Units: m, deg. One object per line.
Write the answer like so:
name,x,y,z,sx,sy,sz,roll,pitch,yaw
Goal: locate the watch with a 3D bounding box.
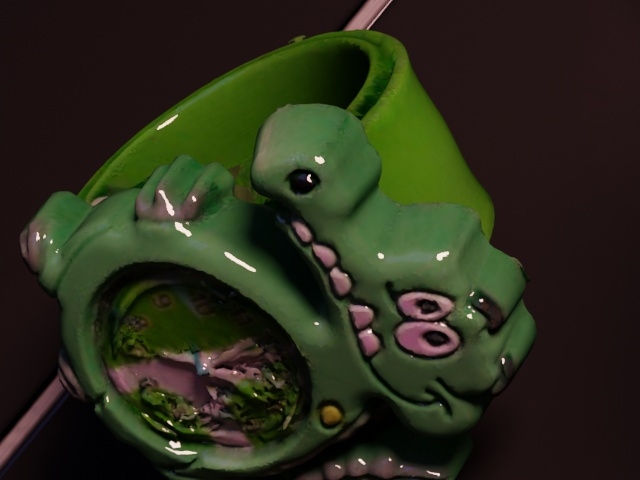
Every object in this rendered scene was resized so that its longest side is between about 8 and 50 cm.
watch,0.000,0.000,0.594,0.165,0.131,0.152,-21,24,29
